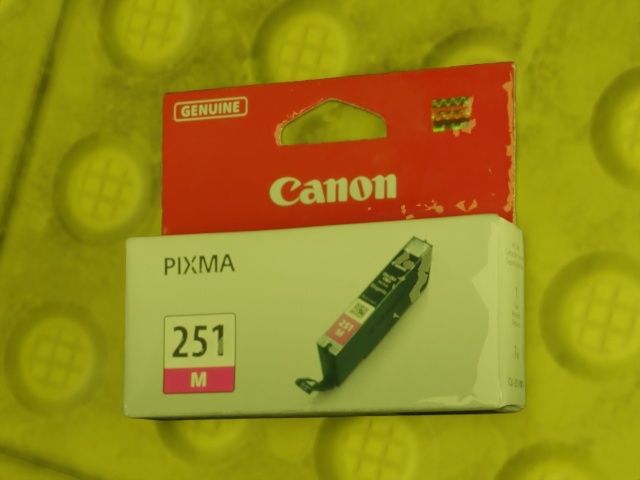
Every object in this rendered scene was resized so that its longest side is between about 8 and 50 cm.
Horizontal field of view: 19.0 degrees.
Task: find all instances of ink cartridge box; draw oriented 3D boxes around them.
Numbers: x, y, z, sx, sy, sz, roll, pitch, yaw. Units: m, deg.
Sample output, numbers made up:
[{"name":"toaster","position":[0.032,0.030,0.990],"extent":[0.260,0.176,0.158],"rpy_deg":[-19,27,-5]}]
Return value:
[{"name":"ink cartridge box","position":[0.000,0.000,1.295],"extent":[0.275,0.060,0.239],"rpy_deg":[-3,81,21]}]
